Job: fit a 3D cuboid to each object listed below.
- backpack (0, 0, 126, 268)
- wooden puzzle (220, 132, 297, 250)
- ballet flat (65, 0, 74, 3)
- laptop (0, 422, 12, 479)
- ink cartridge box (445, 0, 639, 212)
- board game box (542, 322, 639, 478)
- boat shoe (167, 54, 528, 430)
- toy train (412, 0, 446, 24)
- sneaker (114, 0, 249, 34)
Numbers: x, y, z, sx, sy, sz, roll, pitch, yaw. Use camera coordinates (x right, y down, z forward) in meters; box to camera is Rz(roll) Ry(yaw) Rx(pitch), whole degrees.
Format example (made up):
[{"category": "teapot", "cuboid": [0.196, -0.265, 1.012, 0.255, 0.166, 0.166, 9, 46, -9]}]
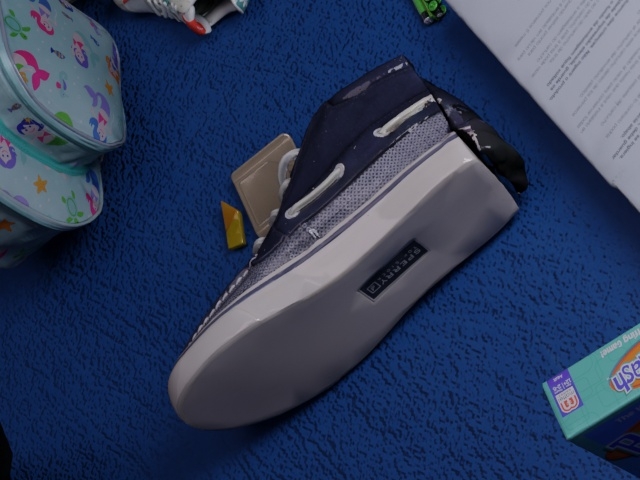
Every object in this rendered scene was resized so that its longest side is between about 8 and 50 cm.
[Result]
[{"category": "backpack", "cuboid": [-0.289, -0.111, 1.736, 0.191, 0.225, 0.254, -24, 52, 28]}, {"category": "wooden puzzle", "cuboid": [-0.039, -0.046, 1.670, 0.116, 0.014, 0.079, -32, 60, 21]}, {"category": "ballet flat", "cuboid": [-0.242, -0.252, 1.853, 0.221, 0.079, 0.077, -26, 70, 11]}, {"category": "laptop", "cuboid": [-0.344, 0.279, 1.634, 0.264, 0.136, 0.234, -9, 65, 33]}, {"category": "ink cartridge box", "cuboid": [0.278, -0.213, 1.440, 0.324, 0.071, 0.330, -53, 51, 22]}, {"category": "board game box", "cuboid": [0.263, 0.099, 1.267, 0.160, 0.210, 0.047, -35, 55, 20]}, {"category": "boat shoe", "cuboid": [0.000, 0.000, 1.566, 0.340, 0.127, 0.158, -38, 47, 7]}, {"category": "toy train", "cuboid": [0.083, -0.217, 1.652, 0.023, 0.017, 0.083, -42, 52, 26]}, {"category": "sneaker", "cuboid": [-0.129, -0.223, 1.778, 0.161, 0.057, 0.075, -9, 60, 29]}]
